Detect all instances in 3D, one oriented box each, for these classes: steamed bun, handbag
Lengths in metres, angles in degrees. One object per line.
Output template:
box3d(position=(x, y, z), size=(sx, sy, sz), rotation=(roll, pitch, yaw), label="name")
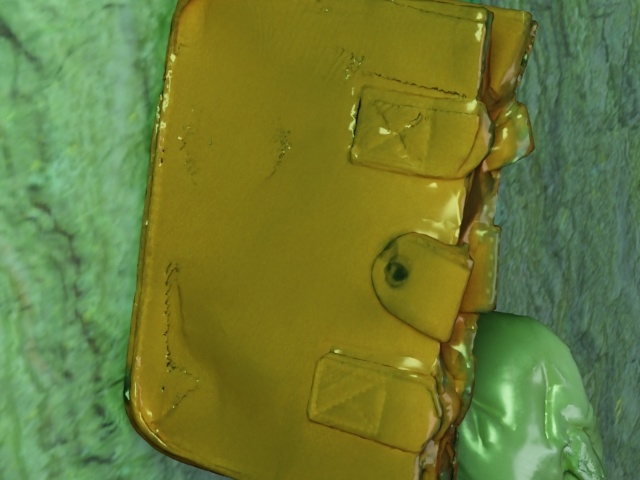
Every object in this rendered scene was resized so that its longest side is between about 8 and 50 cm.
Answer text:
box3d(position=(0.125, 0.247, 1.447), size=(0.237, 0.346, 0.394), rotation=(-39, 159, -26), label="steamed bun")
box3d(position=(0.000, 0.000, 1.162), size=(0.116, 0.303, 0.410), rotation=(-8, 109, -59), label="handbag")

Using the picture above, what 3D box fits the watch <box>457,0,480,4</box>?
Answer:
box3d(position=(0.087, -0.213, 1.450), size=(0.237, 0.068, 0.195), rotation=(16, 85, -55), label="watch")
